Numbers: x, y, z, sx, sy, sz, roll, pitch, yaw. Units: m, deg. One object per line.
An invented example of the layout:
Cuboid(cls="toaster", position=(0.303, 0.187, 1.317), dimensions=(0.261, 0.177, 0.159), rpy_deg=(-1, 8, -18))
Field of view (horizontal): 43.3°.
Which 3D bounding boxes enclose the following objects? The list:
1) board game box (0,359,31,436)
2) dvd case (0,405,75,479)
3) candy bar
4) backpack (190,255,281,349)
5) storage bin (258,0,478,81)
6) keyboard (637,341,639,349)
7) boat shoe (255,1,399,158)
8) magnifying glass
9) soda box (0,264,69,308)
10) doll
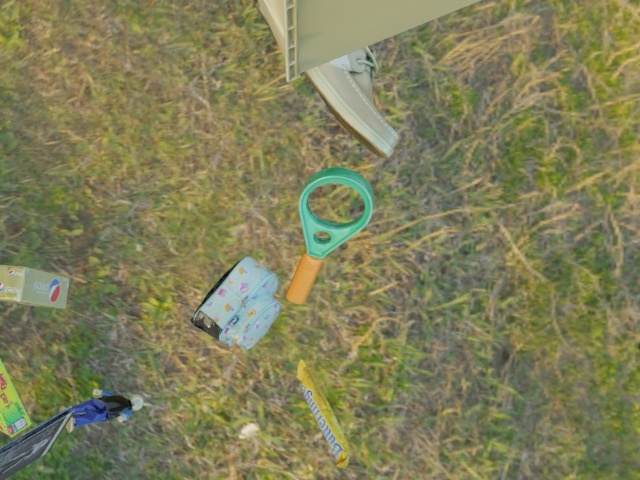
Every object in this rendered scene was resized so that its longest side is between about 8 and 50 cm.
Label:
Cuboid(cls="board game box", position=(-0.596, 0.260, 1.459), dimensions=(0.043, 0.092, 0.181), rpy_deg=(-33, 115, -38))
Cuboid(cls="dvd case", position=(-0.585, 0.413, 1.542), dimensions=(0.018, 0.164, 0.221), rpy_deg=(46, 35, 11))
Cuboid(cls="candy bar", position=(0.003, 0.226, 1.056), dimensions=(0.018, 0.161, 0.040), rpy_deg=(-8, 133, -23))
Cuboid(cls="backpack", position=(-0.164, 0.134, 1.720), dimensions=(0.144, 0.166, 0.188), rpy_deg=(29, 80, 13))
Cuboid(cls="storage bin", position=(0.064, -0.277, 0.671), dimensions=(0.262, 0.260, 0.123), rpy_deg=(-22, 80, -6))
Cuboid(cls="keyboard", position=(0.421, 0.014, 0.723), dimensions=(0.317, 0.201, 0.033), rpy_deg=(-33, 134, -7))
Cuboid(cls="boat shoe", position=(0.026, -0.242, 1.087), dimensions=(0.098, 0.302, 0.109), rpy_deg=(-36, 156, 5))
Cuboid(cls="magnifying glass", position=(0.000, 0.000, 1.033), dimensions=(0.092, 0.231, 0.026), rpy_deg=(17, 43, -7))
Cuboid(cls="soda box", position=(-0.513, 0.084, 1.434), dimensions=(0.058, 0.181, 0.061), rpy_deg=(5, 82, 6))
Cuboid(cls="doll", position=(-0.487, 0.377, 1.819), dimensions=(0.189, 0.129, 0.046), rpy_deg=(-6, 118, -39))
